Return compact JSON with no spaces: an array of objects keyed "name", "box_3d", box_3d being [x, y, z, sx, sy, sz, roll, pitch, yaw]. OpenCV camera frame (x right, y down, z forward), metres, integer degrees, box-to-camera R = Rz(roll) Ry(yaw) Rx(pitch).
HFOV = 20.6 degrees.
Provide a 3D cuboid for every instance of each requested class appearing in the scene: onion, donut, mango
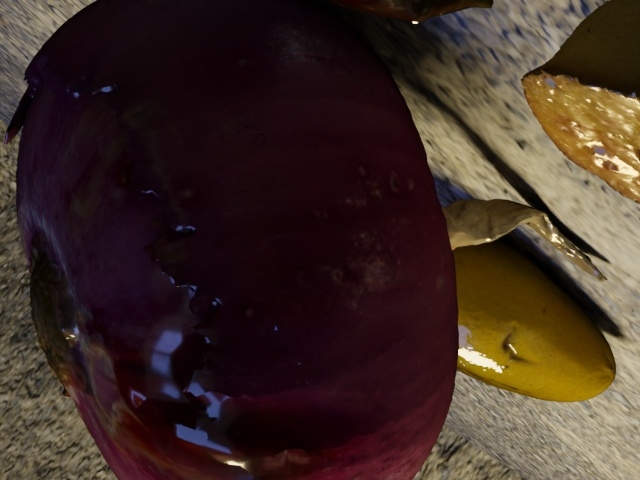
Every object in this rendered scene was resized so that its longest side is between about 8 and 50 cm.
[{"name":"onion","box_3d":[-0.039,-0.002,1.084,0.358,0.345,0.358,40,157,20]},{"name":"donut","box_3d":[0.158,-0.044,0.713,0.152,0.058,0.152,35,173,5]},{"name":"mango","box_3d":[0.138,0.063,1.315,0.195,0.098,0.137,33,169,-14]}]

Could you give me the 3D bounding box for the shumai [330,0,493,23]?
[{"name":"shumai","box_3d":[-0.008,-0.145,0.537,0.184,0.142,0.184,33,171,6]}]
